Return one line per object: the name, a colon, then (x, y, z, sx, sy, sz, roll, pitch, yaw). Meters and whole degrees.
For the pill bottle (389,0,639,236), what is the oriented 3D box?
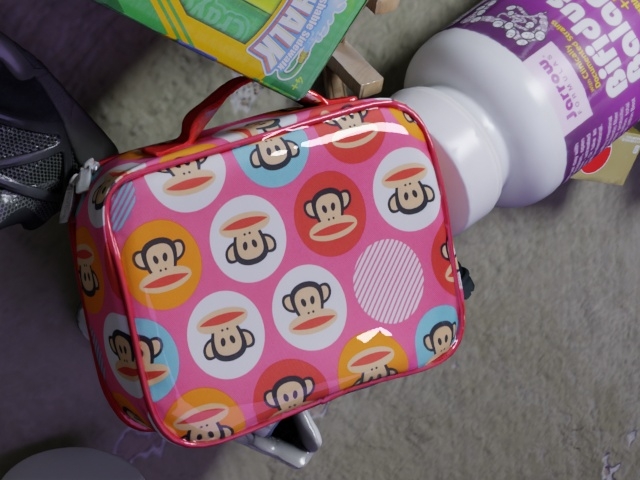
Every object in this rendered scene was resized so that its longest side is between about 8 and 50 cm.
pill bottle: (0.180, -0.133, 1.517, 0.301, 0.169, 0.169, -38, 138, -29)

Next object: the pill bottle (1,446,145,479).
pill bottle: (-0.217, 0.330, 1.553, 0.162, 0.162, 0.278, -18, 129, -31)

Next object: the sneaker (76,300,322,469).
sneaker: (-0.091, 0.104, 1.523, 0.111, 0.129, 0.297, -50, 137, 3)

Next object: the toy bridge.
toy bridge: (0.027, -0.146, 1.490, 0.026, 0.063, 0.188, -21, 141, -29)

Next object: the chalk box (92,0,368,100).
chalk box: (-0.064, -0.231, 1.268, 0.289, 0.179, 0.180, 21, 105, -46)

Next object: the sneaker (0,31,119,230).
sneaker: (-0.249, -0.082, 1.286, 0.130, 0.087, 0.227, -49, 144, -10)

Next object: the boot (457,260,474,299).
boot: (0.000, 0.000, 1.487, 0.246, 0.094, 0.207, -26, 97, -28)

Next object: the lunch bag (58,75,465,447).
lunch bag: (-0.042, 0.002, 1.346, 0.293, 0.120, 0.258, -15, 99, -26)

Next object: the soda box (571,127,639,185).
soda box: (0.228, -0.099, 1.695, 0.181, 0.061, 0.058, 4, 116, -42)
